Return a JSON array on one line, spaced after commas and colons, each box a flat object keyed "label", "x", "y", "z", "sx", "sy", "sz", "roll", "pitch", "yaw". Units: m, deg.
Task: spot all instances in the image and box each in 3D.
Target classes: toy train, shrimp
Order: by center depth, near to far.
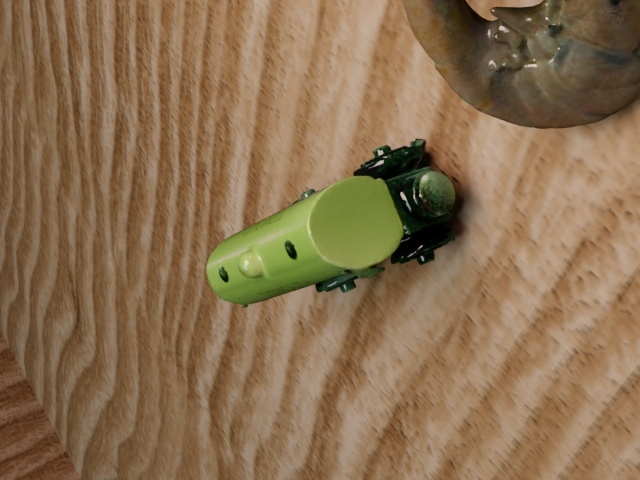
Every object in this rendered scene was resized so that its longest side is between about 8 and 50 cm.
[{"label": "shrimp", "x": 0.112, "y": -0.148, "z": 0.496, "sx": 0.145, "sy": 0.059, "sz": 0.254, "roll": 3, "pitch": 151, "yaw": 22}, {"label": "toy train", "x": 0.000, "y": 0.000, "z": 0.772, "sx": 0.253, "sy": 0.157, "sz": 0.105, "roll": -22, "pitch": 89, "yaw": 60}]
